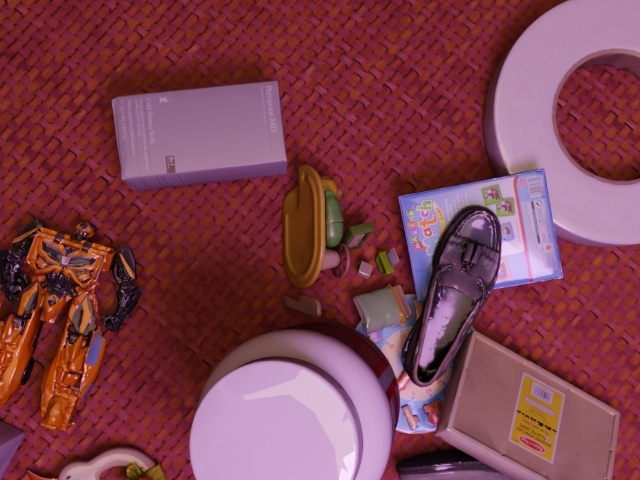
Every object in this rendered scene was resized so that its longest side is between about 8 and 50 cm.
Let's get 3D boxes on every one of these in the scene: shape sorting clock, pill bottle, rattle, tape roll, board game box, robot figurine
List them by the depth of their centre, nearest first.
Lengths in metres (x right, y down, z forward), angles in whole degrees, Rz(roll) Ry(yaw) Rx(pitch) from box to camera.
[{"bbox_3d":[-0.021,0.219,1.020,0.228,0.407,0.229,-1,86,8],"label":"pill bottle"},{"bbox_3d":[-0.318,0.359,1.144,0.199,0.143,0.130,11,104,-9],"label":"rattle"},{"bbox_3d":[-0.380,0.111,1.181,0.211,0.085,0.291,17,85,-3],"label":"robot figurine"},{"bbox_3d":[0.231,-0.007,1.203,0.211,0.039,0.160,-10,95,5],"label":"board game box"},{"bbox_3d":[0.141,0.183,1.232,0.206,0.040,0.206,0,86,-4],"label":"shape sorting clock"},{"bbox_3d":[0.446,-0.183,1.264,0.391,0.072,0.392,0,85,-4],"label":"tape roll"}]

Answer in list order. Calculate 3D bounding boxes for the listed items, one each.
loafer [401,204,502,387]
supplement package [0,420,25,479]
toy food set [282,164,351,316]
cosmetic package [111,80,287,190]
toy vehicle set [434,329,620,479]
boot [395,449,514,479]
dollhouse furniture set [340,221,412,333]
[{"bbox_3d":[0.189,0.083,1.153,0.096,0.084,0.268,20,98,2],"label":"loafer"},{"bbox_3d":[-0.589,0.284,1.108,0.292,0.177,0.175,27,85,-1],"label":"supplement package"},{"bbox_3d":[0.000,0.000,1.209,0.071,0.128,0.218,2,86,-28],"label":"toy food set"},{"bbox_3d":[-0.169,-0.151,1.207,0.237,0.107,0.127,-9,83,-1],"label":"cosmetic package"},{"bbox_3d":[0.302,0.262,1.186,0.266,0.035,0.166,30,55,-8],"label":"toy vehicle set"},{"bbox_3d":[0.233,0.390,1.200,0.246,0.083,0.161,1,87,-8],"label":"boot"},{"bbox_3d":[0.082,0.053,1.208,0.076,0.058,0.152,-14,70,-23],"label":"dollhouse furniture set"}]
